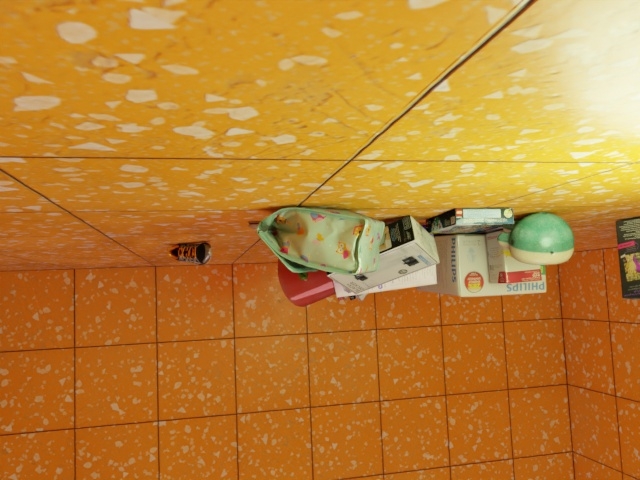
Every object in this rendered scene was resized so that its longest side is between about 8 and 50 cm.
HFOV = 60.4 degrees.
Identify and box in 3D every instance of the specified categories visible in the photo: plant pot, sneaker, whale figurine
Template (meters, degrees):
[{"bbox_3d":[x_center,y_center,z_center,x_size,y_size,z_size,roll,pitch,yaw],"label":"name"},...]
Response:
[{"bbox_3d":[-0.004,0.126,2.313,0.243,0.274,0.275,-17,168,30],"label":"plant pot"},{"bbox_3d":[-0.488,0.048,2.057,0.215,0.084,0.083,-5,170,38],"label":"sneaker"},{"bbox_3d":[0.629,-0.028,1.617,0.216,0.141,0.272,-2,-160,2],"label":"whale figurine"}]

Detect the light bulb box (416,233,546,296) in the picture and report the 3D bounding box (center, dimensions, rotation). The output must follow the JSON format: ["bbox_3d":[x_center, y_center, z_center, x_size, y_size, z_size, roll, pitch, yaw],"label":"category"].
[{"bbox_3d":[0.597,0.088,2.100,0.358,0.225,0.361,-1,178,-15],"label":"light bulb box"}]

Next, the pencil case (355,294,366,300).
[{"bbox_3d":[0.212,0.114,2.175,0.273,0.113,0.124,-43,-169,-5],"label":"pencil case"}]

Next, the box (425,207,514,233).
[{"bbox_3d":[0.405,-0.052,1.523,0.159,0.044,0.233,-1,175,-9],"label":"box"}]

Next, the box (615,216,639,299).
[{"bbox_3d":[1.103,0.057,1.819,0.165,0.270,0.143,-1,175,-18],"label":"box"}]

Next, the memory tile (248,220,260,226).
[{"bbox_3d":[-0.126,-0.044,1.545,0.148,0.012,0.113,-2,175,-3],"label":"memory tile"}]

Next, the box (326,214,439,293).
[{"bbox_3d":[0.176,0.049,1.603,0.290,0.087,0.169,-23,144,26],"label":"box"}]

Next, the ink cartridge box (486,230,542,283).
[{"bbox_3d":[0.642,0.052,1.837,0.127,0.176,0.128,-5,177,-6],"label":"ink cartridge box"}]

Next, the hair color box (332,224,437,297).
[{"bbox_3d":[0.200,0.069,1.793,0.339,0.110,0.185,-9,131,4],"label":"hair color box"}]

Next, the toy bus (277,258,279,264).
[{"bbox_3d":[-0.075,0.107,2.630,0.108,0.130,0.333,1,174,-36],"label":"toy bus"}]

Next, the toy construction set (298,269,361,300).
[{"bbox_3d":[0.042,0.070,2.025,0.309,0.257,0.237,5,159,12],"label":"toy construction set"}]

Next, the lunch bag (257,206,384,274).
[{"bbox_3d":[0.000,0.000,1.316,0.262,0.160,0.223,8,-179,17],"label":"lunch bag"}]
